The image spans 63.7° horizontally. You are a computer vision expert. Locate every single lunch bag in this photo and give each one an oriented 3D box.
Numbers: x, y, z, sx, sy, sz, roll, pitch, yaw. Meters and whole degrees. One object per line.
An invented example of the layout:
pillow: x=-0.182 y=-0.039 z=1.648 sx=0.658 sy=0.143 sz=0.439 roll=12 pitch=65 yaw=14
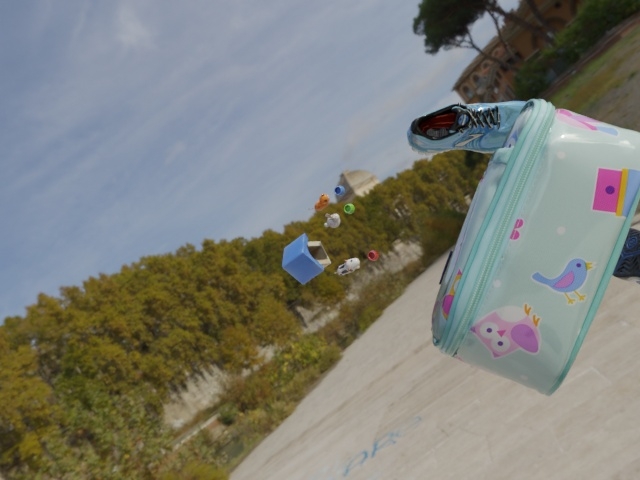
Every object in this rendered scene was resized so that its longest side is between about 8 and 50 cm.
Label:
lunch bag: x=0.182 y=0.000 z=0.472 sx=0.279 sy=0.108 sz=0.224 roll=4 pitch=-75 yaw=-77

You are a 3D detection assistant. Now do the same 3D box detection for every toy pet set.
toy pet set: x=0.000 y=0.000 z=0.725 sx=0.114 sy=0.122 sz=0.065 roll=-35 pitch=-17 yaw=27

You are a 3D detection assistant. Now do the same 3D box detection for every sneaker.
sneaker: x=0.496 y=0.043 z=0.752 sx=0.211 sy=0.081 sz=0.080 roll=-96 pitch=30 yaw=-71
sneaker: x=0.189 y=-0.143 z=0.650 sx=0.162 sy=0.063 sz=0.073 roll=-9 pitch=-6 yaw=16
